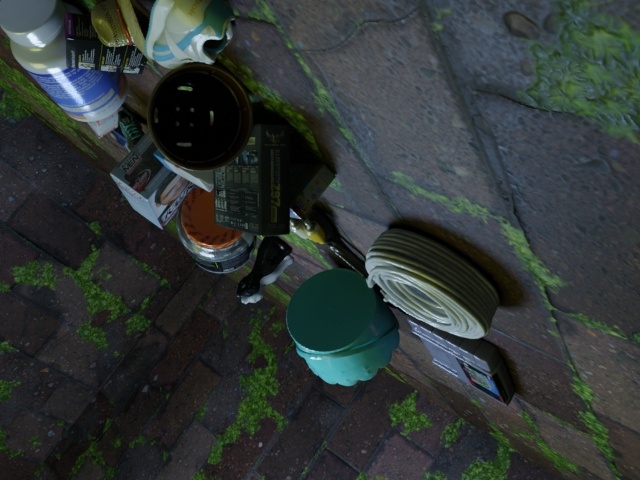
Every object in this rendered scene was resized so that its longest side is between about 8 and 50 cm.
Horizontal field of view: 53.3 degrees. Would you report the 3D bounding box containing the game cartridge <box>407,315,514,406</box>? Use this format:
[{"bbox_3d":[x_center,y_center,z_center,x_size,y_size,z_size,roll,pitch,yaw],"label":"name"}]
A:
[{"bbox_3d":[0.359,0.299,1.592,0.230,0.068,0.355,32,168,35],"label":"game cartridge"}]

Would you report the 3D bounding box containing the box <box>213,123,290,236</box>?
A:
[{"bbox_3d":[-0.126,-0.109,1.124,0.059,0.183,0.233,-5,-172,-29],"label":"box"}]

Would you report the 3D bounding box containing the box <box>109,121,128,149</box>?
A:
[{"bbox_3d":[-0.574,-0.299,1.934,0.225,0.036,0.136,39,167,-7],"label":"box"}]

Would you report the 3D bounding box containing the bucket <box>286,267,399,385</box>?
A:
[{"bbox_3d":[0.053,0.220,1.655,0.281,0.281,0.183,27,160,36],"label":"bucket"}]

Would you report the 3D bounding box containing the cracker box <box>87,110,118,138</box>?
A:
[{"bbox_3d":[-0.578,-0.354,1.590,0.155,0.067,0.232,53,165,-8],"label":"cracker box"}]

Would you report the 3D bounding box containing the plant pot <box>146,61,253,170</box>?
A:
[{"bbox_3d":[-0.214,-0.207,1.064,0.167,0.167,0.165,42,174,-24],"label":"plant pot"}]

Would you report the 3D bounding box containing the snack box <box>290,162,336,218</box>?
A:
[{"bbox_3d":[-0.046,-0.091,1.138,0.037,0.100,0.141,44,166,-27],"label":"snack box"}]

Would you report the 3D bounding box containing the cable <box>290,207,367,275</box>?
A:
[{"bbox_3d":[0.000,0.000,1.417,0.139,0.072,0.287,32,168,43],"label":"cable"}]

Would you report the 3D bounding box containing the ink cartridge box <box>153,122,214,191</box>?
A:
[{"bbox_3d":[-0.256,-0.177,1.373,0.181,0.104,0.061,29,166,28],"label":"ink cartridge box"}]

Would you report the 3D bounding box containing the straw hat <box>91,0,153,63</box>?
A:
[{"bbox_3d":[-0.299,-0.317,0.929,0.144,0.061,0.144,159,90,-80],"label":"straw hat"}]

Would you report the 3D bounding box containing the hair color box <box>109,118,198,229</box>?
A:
[{"bbox_3d":[-0.411,-0.162,1.653,0.114,0.185,0.374,37,168,0],"label":"hair color box"}]

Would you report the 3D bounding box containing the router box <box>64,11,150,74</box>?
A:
[{"bbox_3d":[-0.360,-0.328,1.078,0.133,0.046,0.179,0,180,-21],"label":"router box"}]

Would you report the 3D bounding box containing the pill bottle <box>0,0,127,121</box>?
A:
[{"bbox_3d":[-0.495,-0.360,1.234,0.152,0.152,0.272,32,167,16],"label":"pill bottle"}]

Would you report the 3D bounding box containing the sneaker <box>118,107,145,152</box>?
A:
[{"bbox_3d":[-0.487,-0.281,1.642,0.166,0.065,0.076,50,167,40],"label":"sneaker"}]

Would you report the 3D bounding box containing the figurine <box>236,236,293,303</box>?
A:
[{"bbox_3d":[-0.180,0.103,1.951,0.092,0.209,0.215,34,168,8],"label":"figurine"}]

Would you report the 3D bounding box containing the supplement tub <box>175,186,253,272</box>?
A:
[{"bbox_3d":[-0.274,-0.033,1.715,0.207,0.207,0.338,36,168,1],"label":"supplement tub"}]

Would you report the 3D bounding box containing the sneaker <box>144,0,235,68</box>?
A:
[{"bbox_3d":[-0.175,-0.273,0.858,0.092,0.087,0.229,34,171,-12],"label":"sneaker"}]

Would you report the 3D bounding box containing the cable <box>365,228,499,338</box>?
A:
[{"bbox_3d":[0.198,0.080,1.149,0.257,0.089,0.257,31,166,18],"label":"cable"}]
